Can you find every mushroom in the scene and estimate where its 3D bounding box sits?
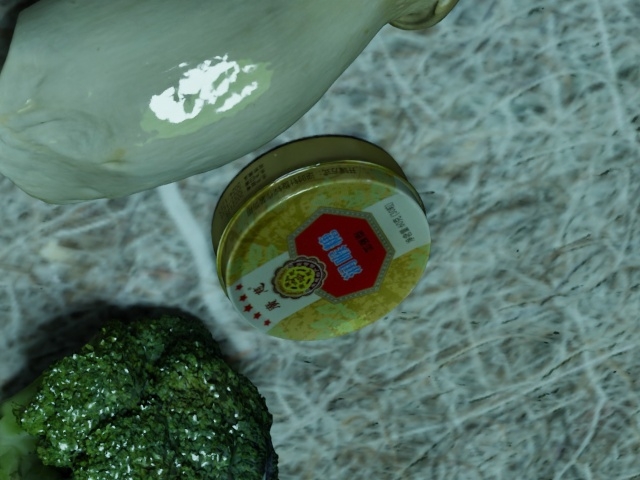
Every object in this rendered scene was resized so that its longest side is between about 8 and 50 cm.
[{"bbox_3d":[-0.043,-0.085,0.748,0.212,0.088,0.097,-29,101,-1],"label":"mushroom"}]

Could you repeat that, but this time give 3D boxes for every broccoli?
[{"bbox_3d":[-0.090,0.106,0.876,0.137,0.146,0.162,3,158,20],"label":"broccoli"}]

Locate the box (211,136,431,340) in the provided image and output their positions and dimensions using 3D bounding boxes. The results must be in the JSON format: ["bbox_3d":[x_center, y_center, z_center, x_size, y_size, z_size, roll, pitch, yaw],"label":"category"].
[{"bbox_3d":[0.000,0.000,0.870,0.105,0.037,0.106,-10,132,-11],"label":"box"}]
